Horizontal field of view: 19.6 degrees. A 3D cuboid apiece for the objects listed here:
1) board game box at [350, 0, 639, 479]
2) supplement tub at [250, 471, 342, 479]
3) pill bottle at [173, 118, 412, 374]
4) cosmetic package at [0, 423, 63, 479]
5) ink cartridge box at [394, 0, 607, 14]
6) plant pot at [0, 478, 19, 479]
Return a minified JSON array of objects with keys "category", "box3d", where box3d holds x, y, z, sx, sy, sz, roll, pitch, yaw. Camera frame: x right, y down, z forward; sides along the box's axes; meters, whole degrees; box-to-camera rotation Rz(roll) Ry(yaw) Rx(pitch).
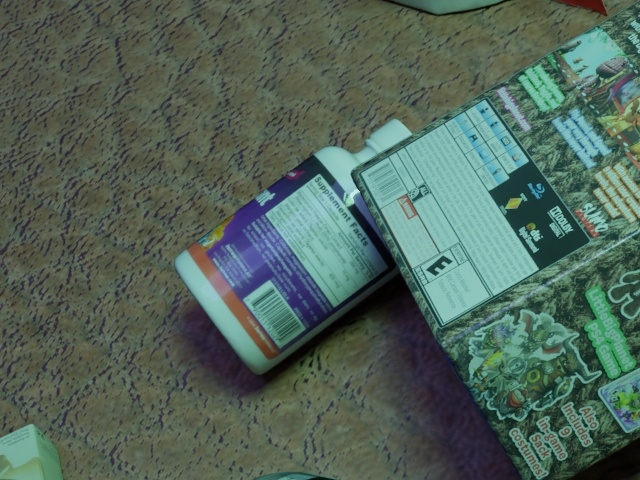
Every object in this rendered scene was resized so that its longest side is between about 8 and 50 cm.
[{"category":"board game box","box3d":[0.198,-0.017,1.186,0.291,0.141,0.232,-30,32,4]},{"category":"supplement tub","box3d":[0.041,0.243,1.067,0.316,0.193,0.193,9,60,32]},{"category":"pill bottle","box3d":[0.000,0.000,1.336,0.193,0.108,0.108,-36,47,-3]},{"category":"cosmetic package","box3d":[-0.217,0.197,1.342,0.060,0.041,0.115,-27,47,6]},{"category":"ink cartridge box","box3d":[0.095,-0.240,1.423,0.225,0.181,0.056,25,70,37]},{"category":"plant pot","box3d":[-0.180,0.234,1.184,0.167,0.165,0.167,-6,67,13]}]
